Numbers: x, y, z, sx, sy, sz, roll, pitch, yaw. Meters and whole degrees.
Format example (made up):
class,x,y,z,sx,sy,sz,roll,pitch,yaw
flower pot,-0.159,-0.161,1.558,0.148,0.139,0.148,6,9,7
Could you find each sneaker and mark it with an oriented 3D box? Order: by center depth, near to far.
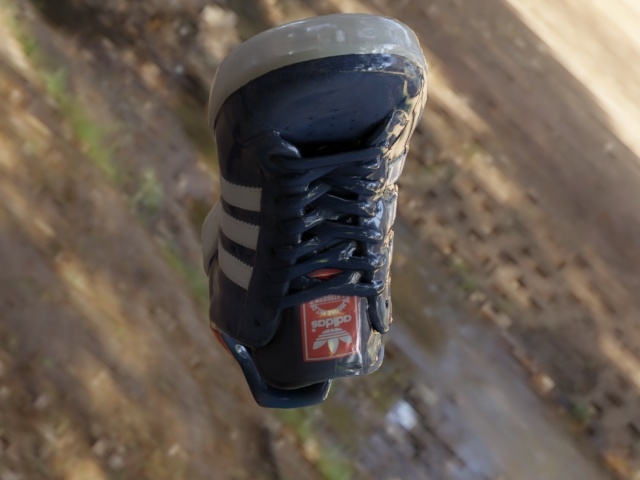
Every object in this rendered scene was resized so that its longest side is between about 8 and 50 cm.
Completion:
class,x,y,z,sx,sy,sz,roll,pitch,yaw
sneaker,0.000,0.000,1.022,0.350,0.131,0.148,102,-20,-65
